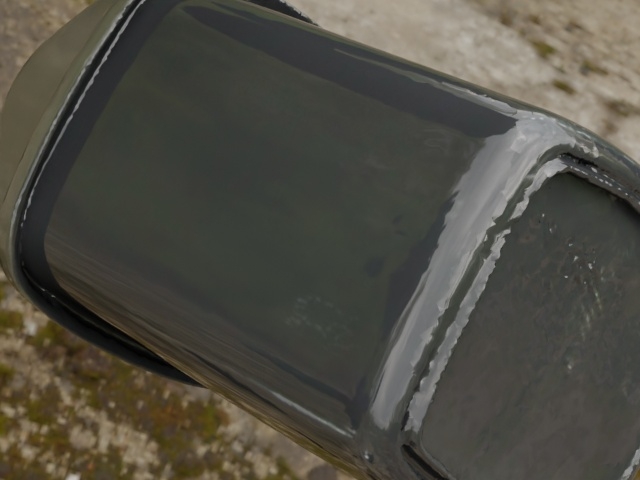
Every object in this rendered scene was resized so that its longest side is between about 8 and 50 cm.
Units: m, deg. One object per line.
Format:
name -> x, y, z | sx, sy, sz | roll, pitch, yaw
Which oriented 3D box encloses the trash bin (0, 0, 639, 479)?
trash bin -> 0.000, 0.000, 0.516 | 0.290, 0.182, 0.209 | 26, -5, 45
